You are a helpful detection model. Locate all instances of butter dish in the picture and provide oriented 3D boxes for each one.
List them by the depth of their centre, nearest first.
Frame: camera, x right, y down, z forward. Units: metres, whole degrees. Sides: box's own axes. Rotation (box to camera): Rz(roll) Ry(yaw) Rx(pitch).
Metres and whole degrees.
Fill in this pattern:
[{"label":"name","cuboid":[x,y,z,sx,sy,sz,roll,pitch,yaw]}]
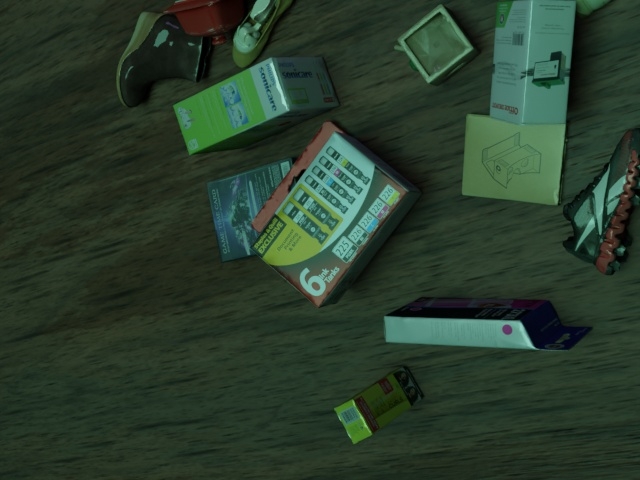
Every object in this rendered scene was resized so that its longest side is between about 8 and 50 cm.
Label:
[{"label":"butter dish","cuboid":[-0.239,-0.493,2.052,0.160,0.160,0.118,-3,114,32]}]

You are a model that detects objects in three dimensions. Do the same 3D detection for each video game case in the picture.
[{"label":"video game case","cuboid":[-0.145,-0.066,2.120,0.274,0.026,0.196,-13,87,39]}]

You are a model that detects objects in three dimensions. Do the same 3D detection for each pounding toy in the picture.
[{"label":"pounding toy","cuboid":[0.221,-0.382,1.827,0.141,0.100,0.130,-37,81,21]}]

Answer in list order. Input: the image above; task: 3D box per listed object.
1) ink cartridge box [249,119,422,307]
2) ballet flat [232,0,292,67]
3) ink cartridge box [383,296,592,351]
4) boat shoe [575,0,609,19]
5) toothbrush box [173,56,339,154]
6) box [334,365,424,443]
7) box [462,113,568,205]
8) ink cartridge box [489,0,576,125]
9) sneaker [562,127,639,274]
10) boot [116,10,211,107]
[{"label":"ink cartridge box","cuboid":[0.006,-0.063,1.941,0.272,0.130,0.309,40,103,15]},{"label":"ballet flat","cuboid":[-0.144,-0.480,2.032,0.080,0.073,0.232,46,120,16]},{"label":"ink cartridge box","cuboid":[0.326,0.162,1.813,0.371,0.176,0.069,2,100,31]},{"label":"boat shoe","cuboid":[0.425,-0.531,1.628,0.089,0.104,0.285,-29,114,23]},{"label":"toothbrush box","cuboid":[-0.138,-0.290,1.988,0.283,0.206,0.122,-20,88,32]},{"label":"box","cuboid":[0.126,0.341,1.938,0.058,0.232,0.087,-35,80,35]},{"label":"box","cuboid":[0.378,-0.159,1.808,0.201,0.021,0.164,9,105,29]},{"label":"ink cartridge box","cuboid":[0.383,-0.325,1.683,0.093,0.160,0.219,-1,104,-11]},{"label":"sneaker","cuboid":[0.520,-0.079,1.691,0.135,0.098,0.276,20,111,24]},{"label":"boot","cuboid":[-0.372,-0.405,2.176,0.207,0.090,0.248,27,109,27]}]
